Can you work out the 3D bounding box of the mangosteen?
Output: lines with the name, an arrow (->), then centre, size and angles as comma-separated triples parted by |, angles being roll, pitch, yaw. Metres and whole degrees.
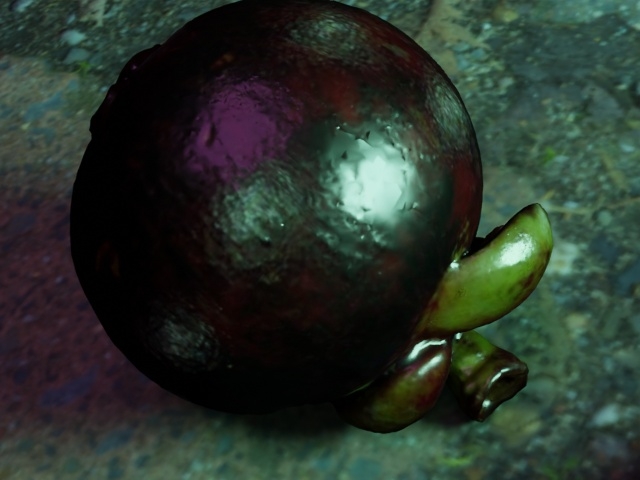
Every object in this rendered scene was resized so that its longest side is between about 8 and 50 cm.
mangosteen -> 0.000, 0.000, 0.595 | 0.265, 0.228, 0.228 | 38, 61, -4
